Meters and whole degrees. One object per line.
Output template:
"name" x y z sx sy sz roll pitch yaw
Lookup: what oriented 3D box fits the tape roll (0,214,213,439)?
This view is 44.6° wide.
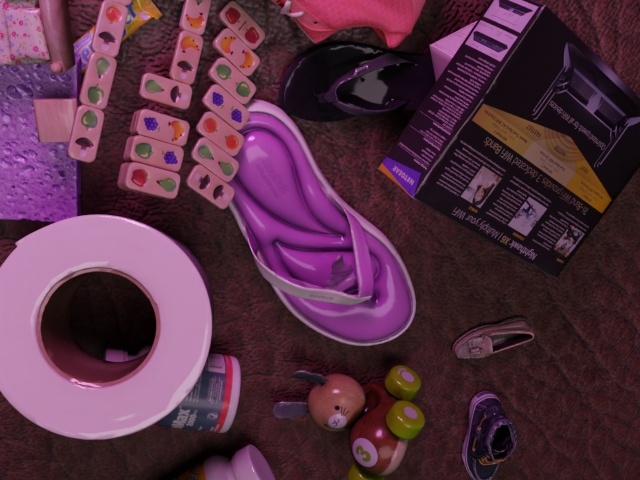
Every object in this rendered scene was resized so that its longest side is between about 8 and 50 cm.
"tape roll" -0.247 0.094 0.917 0.246 0.169 0.246 0 89 -6

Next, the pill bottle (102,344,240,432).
"pill bottle" -0.208 0.200 1.064 0.180 0.108 0.108 11 113 -18

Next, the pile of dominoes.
"pile of dominoes" -0.156 -0.171 0.861 0.195 0.040 0.251 14 86 -30

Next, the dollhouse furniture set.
"dollhouse furniture set" -0.409 -0.243 0.719 0.303 0.174 0.356 -4 112 -4

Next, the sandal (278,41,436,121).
"sandal" 0.075 -0.194 0.962 0.254 0.054 0.097 -5 117 -11

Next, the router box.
"router box" 0.253 -0.112 0.941 0.308 0.081 0.243 25 104 -39

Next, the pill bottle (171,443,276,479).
"pill bottle" -0.172 0.396 1.167 0.208 0.118 0.118 -32 119 4

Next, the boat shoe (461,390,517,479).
"boat shoe" 0.273 0.340 1.264 0.065 0.083 0.183 -10 118 -8

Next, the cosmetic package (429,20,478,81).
"cosmetic package" 0.210 -0.153 0.984 0.098 0.060 0.239 -28 130 -12

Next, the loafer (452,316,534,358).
"loafer" 0.265 0.153 1.192 0.125 0.039 0.045 -20 120 -3

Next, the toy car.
"toy car" 0.032 0.252 1.140 0.188 0.149 0.155 22 120 -11

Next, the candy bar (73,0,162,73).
"candy bar" -0.254 -0.224 0.890 0.161 0.018 0.040 -37 118 6

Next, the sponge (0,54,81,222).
"sponge" -0.338 -0.117 0.903 0.117 0.031 0.210 5 120 -9

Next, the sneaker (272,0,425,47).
"sneaker" -0.019 -0.288 0.858 0.313 0.116 0.136 8 116 -17

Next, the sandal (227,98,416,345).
"sandal" -0.012 0.010 1.016 0.169 0.102 0.416 -37 117 6
